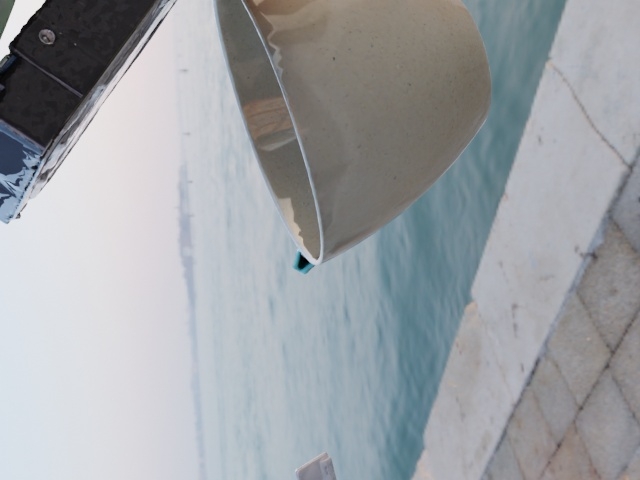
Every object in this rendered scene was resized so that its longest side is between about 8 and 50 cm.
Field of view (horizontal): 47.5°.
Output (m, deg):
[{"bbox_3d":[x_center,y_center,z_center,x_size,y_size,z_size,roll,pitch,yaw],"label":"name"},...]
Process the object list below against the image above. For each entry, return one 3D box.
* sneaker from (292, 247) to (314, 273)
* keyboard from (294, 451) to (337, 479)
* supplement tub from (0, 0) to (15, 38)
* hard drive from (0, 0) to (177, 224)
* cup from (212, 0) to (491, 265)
[{"bbox_3d":[0.000,0.000,1.180,0.166,0.065,0.076,-58,6,52],"label":"sneaker"},{"bbox_3d":[0.018,0.425,0.992,0.014,0.072,0.255,-16,88,43],"label":"keyboard"},{"bbox_3d":[-0.345,-0.194,0.355,0.241,0.331,0.241,-157,90,-81],"label":"supplement tub"},{"bbox_3d":[-0.169,-0.182,0.595,0.237,0.064,0.338,-22,37,59],"label":"hard drive"},{"bbox_3d":[0.045,-0.166,0.813,0.331,0.237,0.331,160,90,-79],"label":"cup"}]
